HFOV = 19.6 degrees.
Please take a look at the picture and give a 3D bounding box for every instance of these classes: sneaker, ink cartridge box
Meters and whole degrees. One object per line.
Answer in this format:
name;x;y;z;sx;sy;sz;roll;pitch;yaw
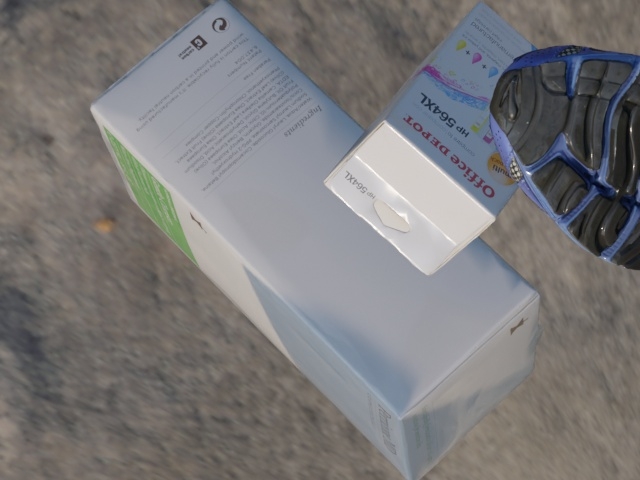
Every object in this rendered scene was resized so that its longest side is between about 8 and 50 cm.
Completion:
sneaker;0.134;-0.035;0.777;0.087;0.221;0.083;32;100;40
ink cartridge box;0.079;-0.057;1.142;0.092;0.090;0.143;40;55;-3

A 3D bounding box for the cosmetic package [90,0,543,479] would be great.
cosmetic package;0.000;0.000;1.498;0.155;0.197;0.365;-40;68;-11
